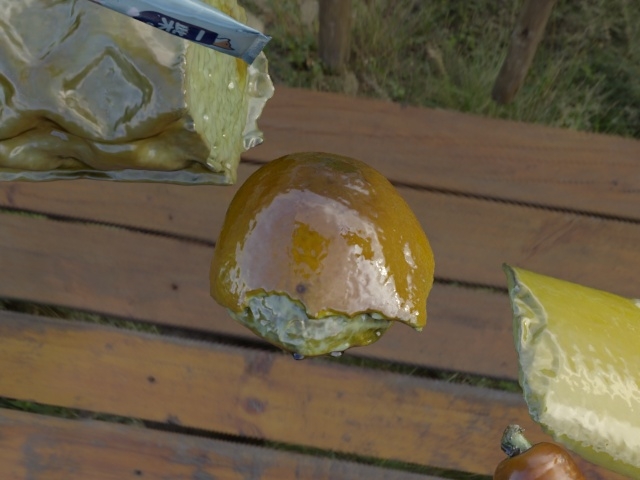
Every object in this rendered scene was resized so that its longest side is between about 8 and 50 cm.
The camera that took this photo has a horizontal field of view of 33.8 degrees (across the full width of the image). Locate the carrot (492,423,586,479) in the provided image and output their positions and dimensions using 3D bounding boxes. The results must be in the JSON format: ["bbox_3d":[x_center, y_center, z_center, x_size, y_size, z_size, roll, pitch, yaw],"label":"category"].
[{"bbox_3d":[0.205,0.233,0.717,0.061,0.061,0.257,-38,79,-11],"label":"carrot"}]

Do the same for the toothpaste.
[{"bbox_3d":[-0.135,-0.176,0.747,0.205,0.056,0.036,22,77,-14],"label":"toothpaste"}]

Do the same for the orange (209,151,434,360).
[{"bbox_3d":[0.000,0.000,0.688,0.170,0.160,0.112,18,112,39],"label":"orange"}]

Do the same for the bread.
[{"bbox_3d":[-0.191,-0.146,0.913,0.252,0.238,0.196,3,79,13],"label":"bread"}]

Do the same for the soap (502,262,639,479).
[{"bbox_3d":[0.419,0.193,1.418,0.427,0.115,0.306,20,38,-18],"label":"soap"}]
